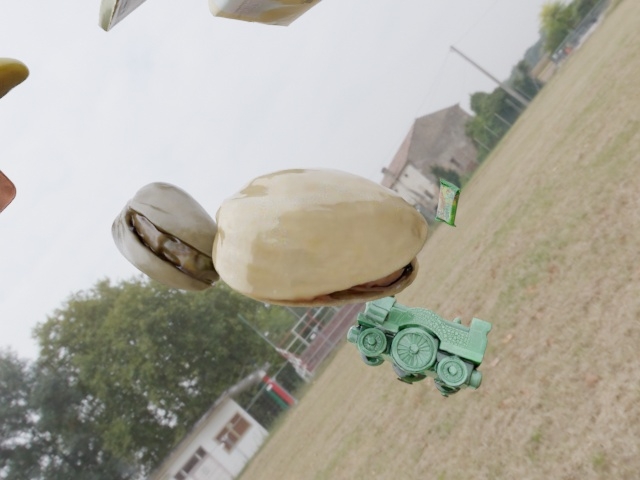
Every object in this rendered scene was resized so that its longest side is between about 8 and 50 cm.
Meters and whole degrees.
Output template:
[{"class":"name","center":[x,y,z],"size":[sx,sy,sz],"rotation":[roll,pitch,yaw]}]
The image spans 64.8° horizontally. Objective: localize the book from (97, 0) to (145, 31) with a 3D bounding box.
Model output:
[{"class":"book","center":[-0.201,-0.512,0.787],"size":[0.269,0.032,0.389],"rotation":[-35,22,52]}]

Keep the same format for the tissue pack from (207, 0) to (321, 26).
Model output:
[{"class":"tissue pack","center":[-0.099,-0.476,0.942],"size":[0.186,0.091,0.222],"rotation":[-3,8,-28]}]

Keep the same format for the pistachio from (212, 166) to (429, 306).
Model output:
[{"class":"pistachio","center":[0.000,0.000,0.546],"size":[0.157,0.229,0.158],"rotation":[-177,90,-88]}]

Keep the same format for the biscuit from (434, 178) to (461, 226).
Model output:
[{"class":"biscuit","center":[0.232,-0.065,0.921],"size":[0.016,0.046,0.089],"rotation":[-26,-48,-34]}]

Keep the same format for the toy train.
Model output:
[{"class":"toy train","center":[0.127,0.130,0.656],"size":[0.071,0.178,0.105],"rotation":[73,-142,-64]}]

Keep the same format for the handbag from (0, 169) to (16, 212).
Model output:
[{"class":"handbag","center":[-0.612,-0.066,0.804],"size":[0.213,0.059,0.157],"rotation":[-72,-32,-43]}]

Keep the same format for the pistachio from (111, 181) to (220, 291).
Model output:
[{"class":"pistachio","center":[-0.173,-0.002,0.589],"size":[0.113,0.149,0.113],"rotation":[-48,-3,-4]}]

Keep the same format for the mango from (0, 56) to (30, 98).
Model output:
[{"class":"mango","center":[-0.717,-0.349,1.101],"size":[0.161,0.076,0.103],"rotation":[-40,1,-27]}]
